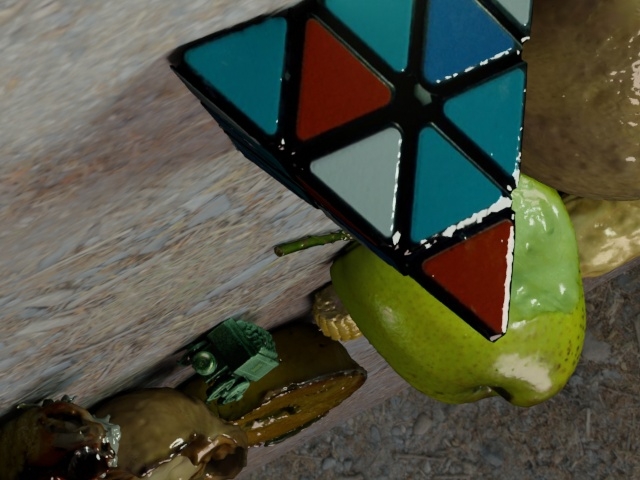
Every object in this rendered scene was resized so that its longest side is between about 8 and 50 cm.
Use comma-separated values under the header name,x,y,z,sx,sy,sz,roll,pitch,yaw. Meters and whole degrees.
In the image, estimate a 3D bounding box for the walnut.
name,x,y,z,sx,sy,sz,roll,pitch,yaw
walnut,-0.207,0.239,1.996,0.238,0.141,0.204,-27,159,-9

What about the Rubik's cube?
name,x,y,z,sx,sy,sz,roll,pitch,yaw
Rubik's cube,0.086,-0.099,1.127,0.234,0.250,0.284,-49,166,-3

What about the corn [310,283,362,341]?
name,x,y,z,sx,sy,sz,roll,pitch,yaw
corn,0.031,0.084,2.142,0.085,0.063,0.165,-7,170,7

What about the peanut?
name,x,y,z,sx,sy,sz,roll,pitch,yaw
peanut,0.378,-0.061,2.155,0.305,0.147,0.147,-50,162,29

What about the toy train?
name,x,y,z,sx,sy,sz,roll,pitch,yaw
toy train,-0.099,0.133,1.990,0.099,0.070,0.172,-38,169,1

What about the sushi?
name,x,y,z,sx,sy,sz,roll,pitch,yaw
sushi,-0.274,0.207,1.762,0.226,0.097,0.103,-19,173,38

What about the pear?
name,x,y,z,sx,sy,sz,roll,pitch,yaw
pear,0.183,0.061,1.950,0.292,0.292,0.159,-24,178,-34

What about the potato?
name,x,y,z,sx,sy,sz,roll,pitch,yaw
potato,0.183,-0.100,1.279,0.211,0.189,0.264,-34,170,19

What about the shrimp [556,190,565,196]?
name,x,y,z,sx,sy,sz,roll,pitch,yaw
shrimp,0.311,-0.055,2.318,0.082,0.076,0.174,11,172,-1

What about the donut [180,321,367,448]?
name,x,y,z,sx,sy,sz,roll,pitch,yaw
donut,-0.080,0.191,2.248,0.272,0.107,0.272,-28,165,-8

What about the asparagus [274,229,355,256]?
name,x,y,z,sx,sy,sz,roll,pitch,yaw
asparagus,0.000,0.000,1.762,0.163,0.016,0.016,-13,134,-60
